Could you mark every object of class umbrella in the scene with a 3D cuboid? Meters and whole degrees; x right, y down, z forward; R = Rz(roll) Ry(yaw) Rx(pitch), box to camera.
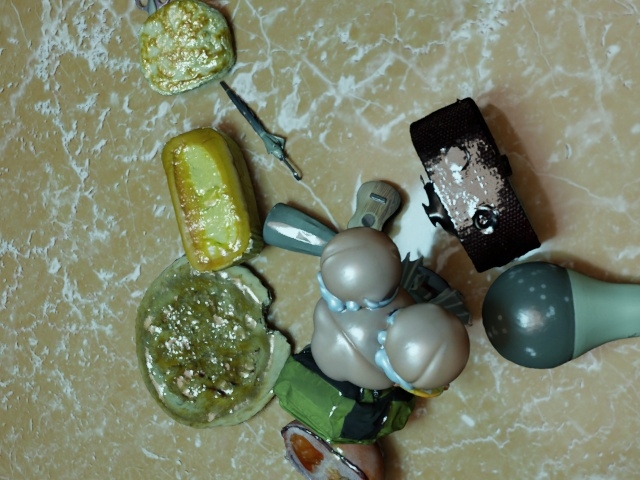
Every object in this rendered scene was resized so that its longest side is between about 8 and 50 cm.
[{"bbox_3d":[-0.120,-0.226,1.580,0.044,0.044,0.269,-37,79,-8],"label":"umbrella"}]

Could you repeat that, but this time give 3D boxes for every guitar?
[{"bbox_3d":[0.066,0.017,1.458,0.083,0.038,0.271,21,75,17],"label":"guitar"}]

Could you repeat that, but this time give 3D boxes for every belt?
[{"bbox_3d":[0.250,-0.088,1.348,0.164,0.184,0.289,-26,84,15],"label":"belt"}]

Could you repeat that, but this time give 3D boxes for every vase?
[{"bbox_3d":[0.000,0.000,1.529,0.214,0.086,0.086,21,103,16],"label":"vase"}]

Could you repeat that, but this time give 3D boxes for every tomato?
[{"bbox_3d":[0.037,0.411,1.527,0.228,0.112,0.199,40,144,10],"label":"tomato"}]

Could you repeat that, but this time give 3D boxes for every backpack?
[{"bbox_3d":[0.056,0.278,1.438,0.207,0.253,0.140,29,100,42],"label":"backpack"}]

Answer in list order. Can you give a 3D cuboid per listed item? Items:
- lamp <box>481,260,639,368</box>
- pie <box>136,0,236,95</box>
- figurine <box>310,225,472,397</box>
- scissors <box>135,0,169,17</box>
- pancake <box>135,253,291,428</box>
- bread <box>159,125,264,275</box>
[{"bbox_3d":[0.427,0.126,1.329,0.313,0.182,0.182,1,96,-8],"label":"lamp"},{"bbox_3d":[-0.275,-0.391,1.607,0.205,0.084,0.179,-20,93,16],"label":"pie"},{"bbox_3d":[0.125,0.132,1.314,0.277,0.388,0.248,48,109,15],"label":"figurine"},{"bbox_3d":[-0.348,-0.457,1.667,0.085,0.022,0.176,-6,90,17],"label":"scissors"},{"bbox_3d":[-0.234,0.207,1.655,0.382,0.071,0.383,3,97,24],"label":"pancake"},{"bbox_3d":[-0.212,-0.078,1.564,0.152,0.119,0.288,-21,74,17],"label":"bread"}]
